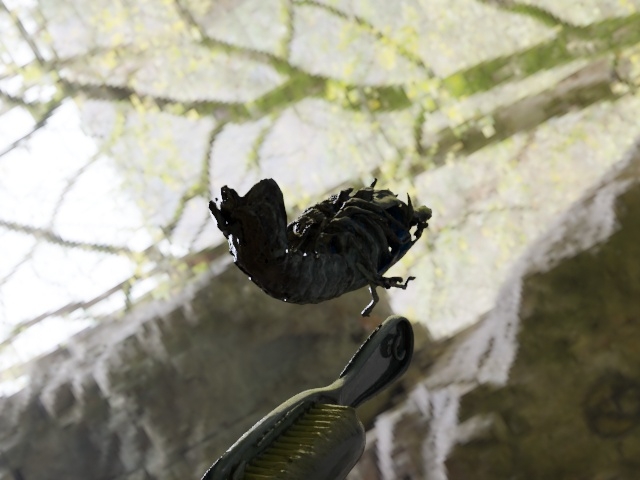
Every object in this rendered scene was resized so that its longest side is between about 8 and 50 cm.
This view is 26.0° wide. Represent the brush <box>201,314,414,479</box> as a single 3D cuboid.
[{"bbox_3d":[0.016,0.127,0.972,0.297,0.060,0.068,-38,-54,-53],"label":"brush"}]

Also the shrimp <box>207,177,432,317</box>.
[{"bbox_3d":[-0.001,0.005,0.730,0.174,0.082,0.076,-3,-88,-58],"label":"shrimp"}]
